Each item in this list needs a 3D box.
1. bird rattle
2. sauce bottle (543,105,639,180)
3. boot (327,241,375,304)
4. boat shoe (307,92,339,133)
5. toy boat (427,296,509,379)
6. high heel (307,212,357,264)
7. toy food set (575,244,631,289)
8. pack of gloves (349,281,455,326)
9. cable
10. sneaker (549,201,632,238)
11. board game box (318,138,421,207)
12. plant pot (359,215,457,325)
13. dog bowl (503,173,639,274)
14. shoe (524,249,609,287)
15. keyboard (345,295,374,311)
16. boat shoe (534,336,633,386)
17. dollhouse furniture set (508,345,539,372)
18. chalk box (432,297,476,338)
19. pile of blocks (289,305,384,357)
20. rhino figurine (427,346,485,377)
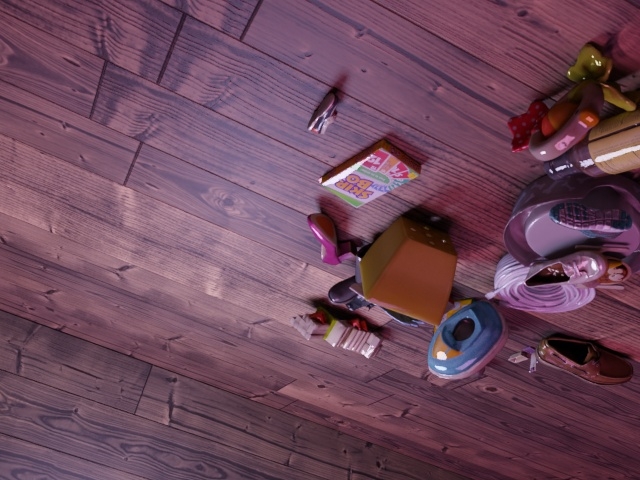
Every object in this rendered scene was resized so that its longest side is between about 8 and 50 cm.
[{"bbox_3d":[0.444,-0.230,1.312,0.143,0.207,0.254,45,132,-13],"label":"bird rattle"},{"bbox_3d":[0.565,-0.184,1.358,0.112,0.111,0.344,25,166,-17],"label":"sauce bottle"},{"bbox_3d":[0.109,0.096,2.050,0.190,0.076,0.208,-28,161,-14],"label":"boot"},{"bbox_3d":[0.014,-0.275,1.555,0.043,0.049,0.137,20,152,-15],"label":"boat shoe"},{"bbox_3d":[0.377,0.242,2.040,0.148,0.318,0.267,31,110,-35],"label":"toy boat"},{"bbox_3d":[0.000,0.000,1.987,0.117,0.082,0.244,-17,152,26],"label":"high heel"},{"bbox_3d":[0.661,0.080,1.673,0.133,0.038,0.192,1,147,21],"label":"toy food set"},{"bbox_3d":[0.230,0.141,1.950,0.232,0.195,0.046,33,128,31],"label":"pack of gloves"},{"bbox_3d":[0.599,0.109,1.902,0.257,0.089,0.257,14,149,-2],"label":"cable"},{"bbox_3d":[0.567,-0.033,1.508,0.167,0.064,0.076,12,153,7],"label":"sneaker"},{"bbox_3d":[0.112,-0.154,1.731,0.124,0.039,0.259,31,149,-25],"label":"board game box"},{"bbox_3d":[0.241,0.063,1.844,0.212,0.212,0.187,20,114,-10],"label":"plant pot"},{"bbox_3d":[0.608,-0.034,1.646,0.349,0.102,0.348,11,150,6],"label":"dog bowl"},{"bbox_3d":[0.565,0.075,1.642,0.219,0.058,0.076,-20,98,57],"label":"shoe"},{"bbox_3d":[0.147,0.178,2.280,0.100,0.038,0.192,50,141,-11],"label":"keyboard"},{"bbox_3d":[0.835,0.377,2.221,0.308,0.110,0.104,12,151,5],"label":"boat shoe"},{"bbox_3d":[0.696,0.421,2.383,0.091,0.081,0.114,27,148,-19],"label":"dollhouse furniture set"},{"bbox_3d":[0.467,0.291,2.219,0.132,0.132,0.213,-15,140,40],"label":"chalk box"},{"bbox_3d":[0.075,0.294,2.446,0.362,0.149,0.112,22,107,-30],"label":"pile of blocks"},{"bbox_3d":[0.473,0.418,2.485,0.243,0.073,0.106,29,151,-21],"label":"rhino figurine"}]
